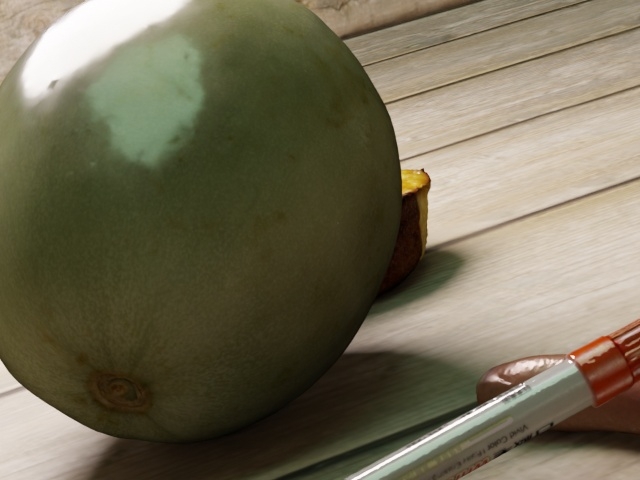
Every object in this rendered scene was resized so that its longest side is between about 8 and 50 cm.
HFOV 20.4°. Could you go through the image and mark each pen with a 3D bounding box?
[{"bbox_3d":[0.070,0.089,0.806,0.239,0.028,0.028,-27,15,-11],"label":"pen"}]

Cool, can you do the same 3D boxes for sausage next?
[{"bbox_3d":[0.154,0.077,0.845,0.186,0.043,0.043,1,19,46],"label":"sausage"}]

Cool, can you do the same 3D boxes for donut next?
[{"bbox_3d":[0.000,0.000,1.259,0.166,0.073,0.184,-10,12,15],"label":"donut"}]

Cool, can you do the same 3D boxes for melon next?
[{"bbox_3d":[-0.079,-0.022,1.029,0.271,0.272,0.308,-15,28,-8],"label":"melon"}]
